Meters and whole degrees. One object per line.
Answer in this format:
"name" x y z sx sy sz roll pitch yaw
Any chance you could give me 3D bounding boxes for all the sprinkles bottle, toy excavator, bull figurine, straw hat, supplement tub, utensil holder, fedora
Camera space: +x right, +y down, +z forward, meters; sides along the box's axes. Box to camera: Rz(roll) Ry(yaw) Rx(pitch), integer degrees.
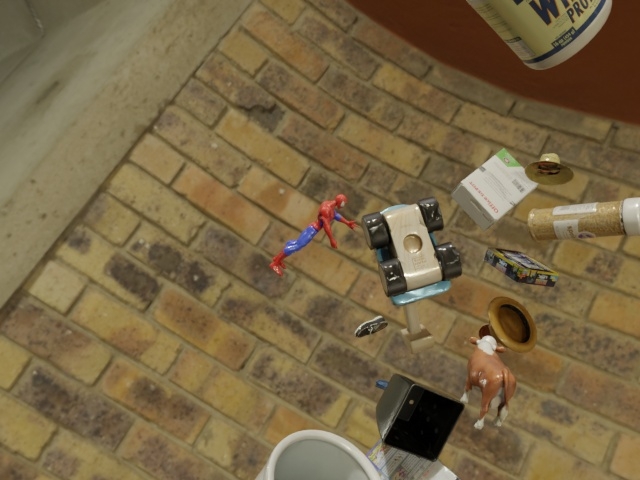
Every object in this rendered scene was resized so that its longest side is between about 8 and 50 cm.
"sprinkles bottle" 0.876 -0.064 1.985 0.355 0.121 0.121 -5 -40 42
"toy excavator" 0.281 0.123 1.858 0.445 0.222 0.433 87 -15 -78
"bull figurine" 0.442 0.370 1.597 0.101 0.189 0.310 11 6 5
"straw hat" 0.670 -0.222 1.758 0.144 0.061 0.144 13 -20 5
"supplement tub" 0.481 -0.585 1.389 0.324 0.236 0.235 38 -21 -19
"utensil holder" -0.064 0.727 1.528 0.327 0.328 0.386 32 -59 -1
"fedora" 0.597 0.277 1.917 0.194 0.194 0.079 33 -40 -2

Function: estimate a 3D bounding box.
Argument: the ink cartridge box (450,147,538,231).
"ink cartridge box" 0.534 -0.156 1.850 0.160 0.219 0.093 50 -25 10

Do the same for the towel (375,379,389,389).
"towel" 0.280 0.585 2.408 0.067 0.029 0.119 8 -2 -38

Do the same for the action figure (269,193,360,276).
"action figure" 0.000 0.000 1.650 0.139 0.280 0.091 37 18 -9

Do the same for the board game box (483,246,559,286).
"board game box" 0.594 0.078 1.788 0.140 0.048 0.170 9 17 -24

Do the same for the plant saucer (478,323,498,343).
"plant saucer" 0.600 0.329 2.119 0.083 0.013 0.084 10 -66 22

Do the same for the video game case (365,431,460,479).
"video game case" 0.227 0.712 1.755 0.244 0.269 0.061 38 -10 38

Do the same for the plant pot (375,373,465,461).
"plant pot" 0.266 0.488 1.730 0.188 0.188 0.167 26 4 -19

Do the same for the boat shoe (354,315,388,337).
"boat shoe" 0.166 0.287 1.960 0.038 0.125 0.046 40 -44 36
